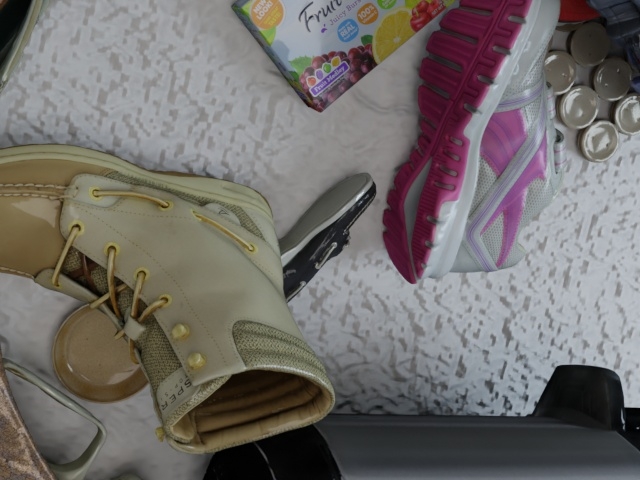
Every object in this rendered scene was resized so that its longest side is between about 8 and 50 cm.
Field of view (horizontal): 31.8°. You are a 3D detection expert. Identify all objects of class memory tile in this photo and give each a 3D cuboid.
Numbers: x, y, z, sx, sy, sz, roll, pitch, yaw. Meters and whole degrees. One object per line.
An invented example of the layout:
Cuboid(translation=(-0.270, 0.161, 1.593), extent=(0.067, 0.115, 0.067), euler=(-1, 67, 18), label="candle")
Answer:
Cuboid(translation=(0.229, -0.147, 0.923), extent=(0.113, 0.012, 0.148), euler=(-40, 112, -4), label="memory tile")

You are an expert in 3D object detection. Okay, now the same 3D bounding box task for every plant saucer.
Cuboid(translation=(-0.163, 0.083, 0.856), extent=(0.083, 0.015, 0.083), euler=(-4, 105, -17), label="plant saucer")

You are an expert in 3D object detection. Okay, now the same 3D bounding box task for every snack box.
Cuboid(translation=(0.020, -0.178, 0.834), extent=(0.141, 0.037, 0.100), euler=(-41, 111, -4), label="snack box")

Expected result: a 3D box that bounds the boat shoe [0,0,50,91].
Cuboid(translation=(-0.261, -0.118, 0.724), extent=(0.113, 0.103, 0.302), euler=(29, 94, -22), label="boat shoe")

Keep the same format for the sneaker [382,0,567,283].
Cuboid(translation=(0.135, -0.083, 0.862), extent=(0.111, 0.103, 0.252), euler=(5, 118, -25), label="sneaker")

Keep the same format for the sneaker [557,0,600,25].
Cuboid(translation=(0.134, -0.253, 0.805), extent=(0.279, 0.118, 0.107), euler=(40, 90, -25), label="sneaker")

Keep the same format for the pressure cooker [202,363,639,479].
Cuboid(translation=(0.130, 0.303, 0.826), extent=(0.420, 0.375, 0.370), euler=(5, 128, -19), label="pressure cooker")

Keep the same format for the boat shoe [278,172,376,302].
Cuboid(translation=(0.000, 0.000, 0.870), extent=(0.125, 0.046, 0.038), euler=(-44, 112, 1), label="boat shoe")

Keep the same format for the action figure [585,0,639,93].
Cuboid(translation=(0.289, -0.212, 0.788), extent=(0.341, 0.178, 0.330), euler=(21, 76, -50), label="action figure")

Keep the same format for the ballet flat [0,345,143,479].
Cuboid(translation=(-0.187, 0.193, 0.834), extent=(0.106, 0.107, 0.316), euler=(-39, 113, -19), label="ballet flat")

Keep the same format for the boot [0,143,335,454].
Cuboid(translation=(-0.129, 0.040, 0.739), extent=(0.262, 0.203, 0.095), euler=(8, 129, -29), label="boot")
